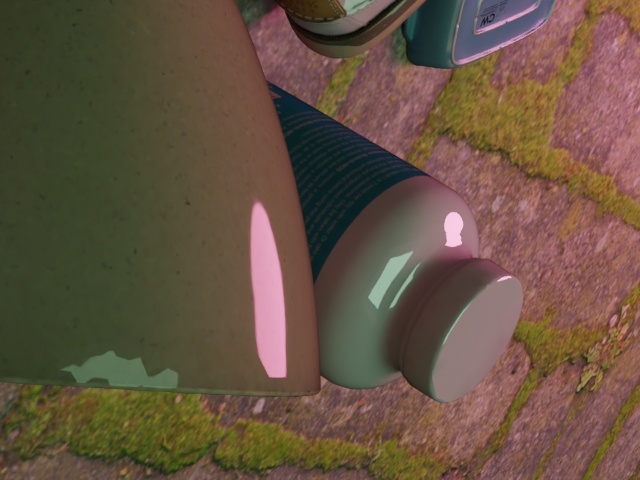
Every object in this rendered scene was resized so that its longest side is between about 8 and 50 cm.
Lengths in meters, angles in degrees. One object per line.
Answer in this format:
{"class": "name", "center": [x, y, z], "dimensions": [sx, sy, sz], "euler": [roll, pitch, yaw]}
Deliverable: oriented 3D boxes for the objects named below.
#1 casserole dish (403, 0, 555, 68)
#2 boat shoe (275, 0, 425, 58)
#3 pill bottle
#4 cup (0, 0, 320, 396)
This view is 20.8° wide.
{"class": "casserole dish", "center": [0.138, -0.196, 1.385], "dimensions": [0.188, 0.037, 0.114], "euler": [-26, 138, -42]}
{"class": "boat shoe", "center": [0.083, -0.258, 1.162], "dimensions": [0.302, 0.113, 0.103], "euler": [-52, 156, -9]}
{"class": "pill bottle", "center": [0.000, 0.000, 1.129], "dimensions": [0.146, 0.264, 0.146], "euler": [-36, 144, -32]}
{"class": "cup", "center": [-0.155, -0.054, 0.844], "dimensions": [0.331, 0.331, 0.237], "euler": [10, 84, -59]}
